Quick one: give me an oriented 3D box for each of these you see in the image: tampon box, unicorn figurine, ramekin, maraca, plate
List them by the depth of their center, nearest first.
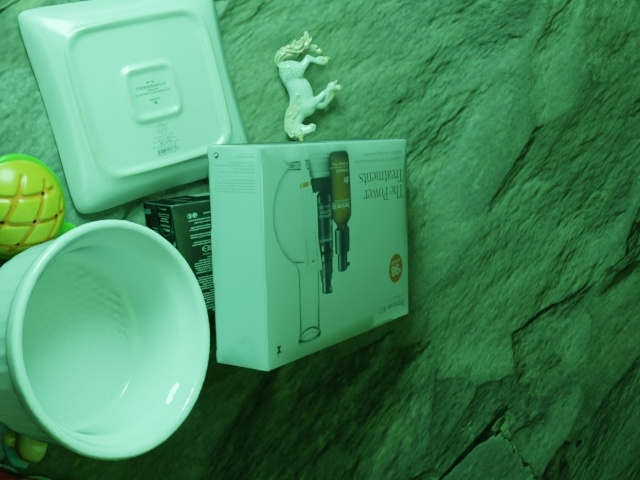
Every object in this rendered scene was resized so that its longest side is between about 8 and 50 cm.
[{"bbox_3d":[-0.279,0.119,1.008,0.277,0.135,0.277,11,76,-50],"label":"ramekin"},{"bbox_3d":[-0.374,-0.027,1.053,0.127,0.099,0.186,-40,139,-21],"label":"maraca"},{"bbox_3d":[-0.236,-0.202,1.147,0.277,0.045,0.278,-20,105,-29],"label":"plate"},{"bbox_3d":[-0.170,0.020,1.161,0.101,0.120,0.161,-12,101,-30],"label":"tampon box"},{"bbox_3d":[-0.022,-0.224,1.271,0.111,0.060,0.162,-30,95,-16],"label":"unicorn figurine"}]

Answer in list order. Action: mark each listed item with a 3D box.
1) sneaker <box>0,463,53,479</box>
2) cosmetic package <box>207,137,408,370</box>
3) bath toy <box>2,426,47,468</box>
[{"bbox_3d":[-0.389,0.346,1.060,0.279,0.118,0.107,16,85,-31],"label":"sneaker"},{"bbox_3d":[0.000,0.000,1.192,0.377,0.097,0.284,-13,106,-55],"label":"cosmetic package"},{"bbox_3d":[-0.500,0.213,0.969,0.348,0.151,0.129,11,133,-38],"label":"bath toy"}]
